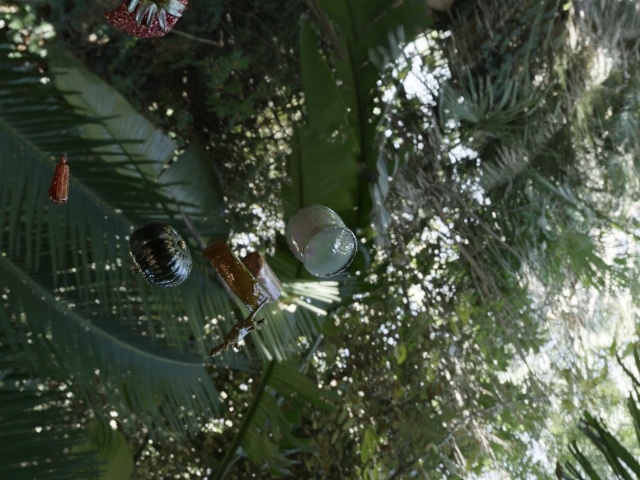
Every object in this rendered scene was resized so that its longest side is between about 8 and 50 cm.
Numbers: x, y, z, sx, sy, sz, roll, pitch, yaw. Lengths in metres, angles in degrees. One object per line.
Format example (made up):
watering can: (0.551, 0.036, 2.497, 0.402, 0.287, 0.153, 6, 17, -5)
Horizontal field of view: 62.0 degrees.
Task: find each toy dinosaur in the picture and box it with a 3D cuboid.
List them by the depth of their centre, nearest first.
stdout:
toy dinosaur: (-0.179, 0.194, 1.191, 0.126, 0.039, 0.162, -27, -161, 14)

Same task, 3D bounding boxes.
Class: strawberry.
strawberry: (-0.503, -0.677, 1.574, 0.233, 0.138, 0.306, -42, -148, -16)

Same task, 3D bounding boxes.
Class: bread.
bread: (-0.234, 0.099, 1.501, 0.070, 0.236, 0.236, -39, -152, -9)

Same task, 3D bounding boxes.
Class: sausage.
sausage: (-0.234, 0.146, 2.028, 0.123, 0.253, 0.123, -6, -119, 11)

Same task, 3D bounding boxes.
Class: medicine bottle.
medicine bottle: (0.000, 0.000, 1.309, 0.147, 0.147, 0.143, -33, -142, -4)

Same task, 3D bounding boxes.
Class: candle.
candle: (-0.768, -0.186, 1.570, 0.053, 0.162, 0.048, 2, 160, -13)

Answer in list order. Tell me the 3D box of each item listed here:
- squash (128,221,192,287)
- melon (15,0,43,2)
squash: (-0.500, 0.046, 1.660, 0.172, 0.218, 0.218, -16, -150, 12)
melon: (-0.723, -0.656, 1.348, 0.162, 0.099, 0.099, -25, -158, -27)
